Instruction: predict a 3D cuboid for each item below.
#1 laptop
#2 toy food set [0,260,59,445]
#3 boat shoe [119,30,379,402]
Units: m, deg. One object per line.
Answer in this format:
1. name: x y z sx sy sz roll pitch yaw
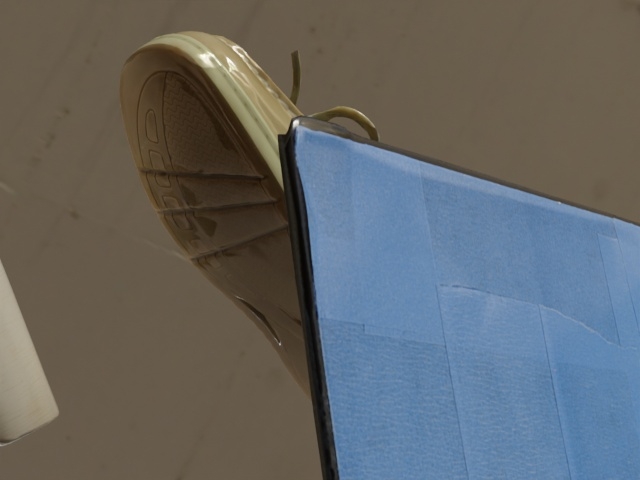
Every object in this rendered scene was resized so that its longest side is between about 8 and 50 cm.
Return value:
1. laptop: 0.227 0.139 0.451 0.408 0.382 0.236 -10 -18 5
2. toy food set: -0.282 0.031 0.908 0.092 0.306 0.219 -23 -86 -29
3. boat shoe: 0.000 0.000 0.729 0.089 0.104 0.285 -51 -56 -30
